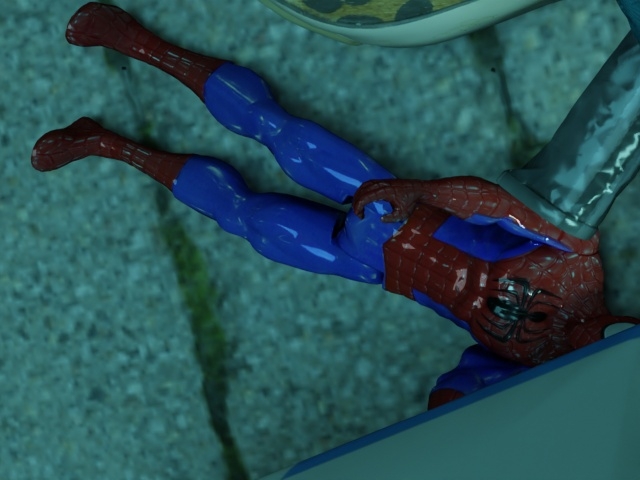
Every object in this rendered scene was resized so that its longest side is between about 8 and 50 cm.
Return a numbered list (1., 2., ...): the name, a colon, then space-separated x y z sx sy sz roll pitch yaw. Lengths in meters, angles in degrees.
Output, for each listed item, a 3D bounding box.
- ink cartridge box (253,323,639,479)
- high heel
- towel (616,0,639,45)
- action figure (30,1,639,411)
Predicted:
1. ink cartridge box: 0.089 0.262 0.645 0.285 0.166 0.395 -26 113 29
2. high heel: 0.057 -0.149 0.695 0.261 0.093 0.186 39 104 14
3. towel: 0.205 0.020 0.515 0.040 0.271 0.370 -29 94 -14
4. action figure: 0.000 0.000 0.723 0.280 0.139 0.091 24 112 16
